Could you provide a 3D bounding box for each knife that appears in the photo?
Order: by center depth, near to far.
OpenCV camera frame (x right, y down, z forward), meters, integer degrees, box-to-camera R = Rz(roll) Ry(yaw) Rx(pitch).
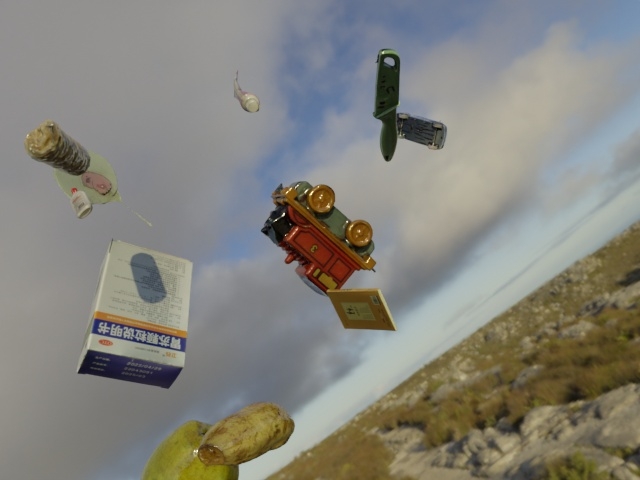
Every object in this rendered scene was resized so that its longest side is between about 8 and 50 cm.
[{"bbox_3d":[0.101,-0.195,0.879,0.043,0.020,0.293,-14,-22,-1],"label":"knife"}]

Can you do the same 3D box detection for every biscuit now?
[{"bbox_3d":[-0.395,-0.137,0.868,0.219,0.055,0.061,-172,105,-79],"label":"biscuit"}]

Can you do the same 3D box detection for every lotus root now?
[{"bbox_3d":[-0.133,0.370,1.102,0.110,0.097,0.258,-8,-6,26],"label":"lotus root"}]

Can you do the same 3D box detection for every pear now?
[{"bbox_3d":[-0.346,0.632,1.531,0.253,0.252,0.307,-4,-59,-63],"label":"pear"}]

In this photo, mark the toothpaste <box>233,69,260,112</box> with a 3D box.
[{"bbox_3d":[-0.208,-0.393,1.530,0.048,0.301,0.075,-24,-59,-6],"label":"toothpaste"}]

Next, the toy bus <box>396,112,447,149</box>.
[{"bbox_3d":[0.287,-0.312,1.602,0.076,0.167,0.073,-21,-52,-46],"label":"toy bus"}]

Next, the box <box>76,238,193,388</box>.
[{"bbox_3d":[-0.404,0.161,1.275,0.200,0.300,0.106,18,-47,-24],"label":"box"}]

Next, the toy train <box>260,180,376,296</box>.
[{"bbox_3d":[0.000,0.000,1.567,0.232,0.369,0.163,-52,16,-11],"label":"toy train"}]

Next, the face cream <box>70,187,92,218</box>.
[{"bbox_3d":[-0.508,-0.083,1.202,0.040,0.083,0.021,-42,-35,3],"label":"face cream"}]

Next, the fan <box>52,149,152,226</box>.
[{"bbox_3d":[-0.595,-0.136,1.601,0.010,0.310,0.182,-28,32,40],"label":"fan"}]

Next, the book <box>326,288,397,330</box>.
[{"bbox_3d":[0.099,0.169,1.390,0.172,0.118,0.012,-6,26,46],"label":"book"}]
